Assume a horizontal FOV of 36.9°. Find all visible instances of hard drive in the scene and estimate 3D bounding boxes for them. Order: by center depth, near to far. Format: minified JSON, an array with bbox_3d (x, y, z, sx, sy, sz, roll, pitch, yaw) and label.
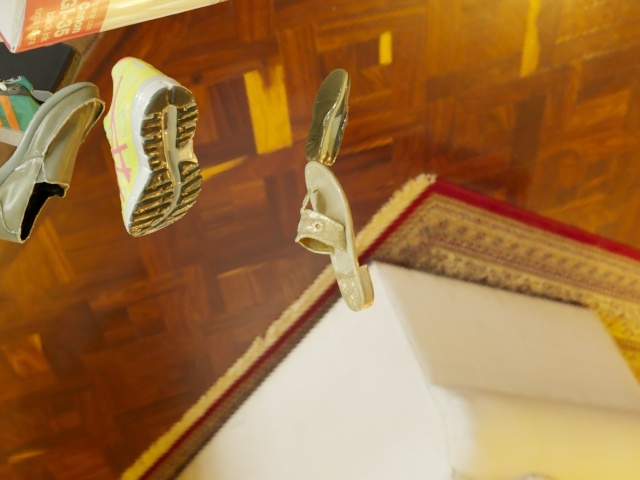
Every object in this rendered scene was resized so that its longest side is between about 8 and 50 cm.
[{"bbox_3d":[-0.602,-0.334,1.838,0.254,0.172,0.054,12,146,4],"label":"hard drive"}]

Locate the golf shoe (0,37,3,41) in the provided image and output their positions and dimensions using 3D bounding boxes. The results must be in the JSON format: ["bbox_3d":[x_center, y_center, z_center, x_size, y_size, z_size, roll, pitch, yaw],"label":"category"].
[{"bbox_3d":[-0.395,-0.258,0.994,0.306,0.115,0.140,15,175,17],"label":"golf shoe"}]

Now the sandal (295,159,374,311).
[{"bbox_3d":[0.003,-0.002,1.433,0.079,0.240,0.088,-19,177,-32],"label":"sandal"}]

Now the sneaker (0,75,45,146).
[{"bbox_3d":[-0.577,-0.246,1.695,0.302,0.108,0.121,14,105,-30],"label":"sneaker"}]

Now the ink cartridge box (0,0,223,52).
[{"bbox_3d":[-0.130,-0.273,0.692,0.283,0.207,0.117,-23,159,-33],"label":"ink cartridge box"}]

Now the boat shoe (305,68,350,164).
[{"bbox_3d":[0.018,-0.192,1.505,0.049,0.056,0.152,18,91,-43],"label":"boat shoe"}]

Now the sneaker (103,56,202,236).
[{"bbox_3d":[-0.171,-0.092,0.940,0.081,0.094,0.208,-25,148,-34],"label":"sneaker"}]

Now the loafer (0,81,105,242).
[{"bbox_3d":[-0.362,-0.098,1.287,0.251,0.087,0.094,-56,169,-8],"label":"loafer"}]
